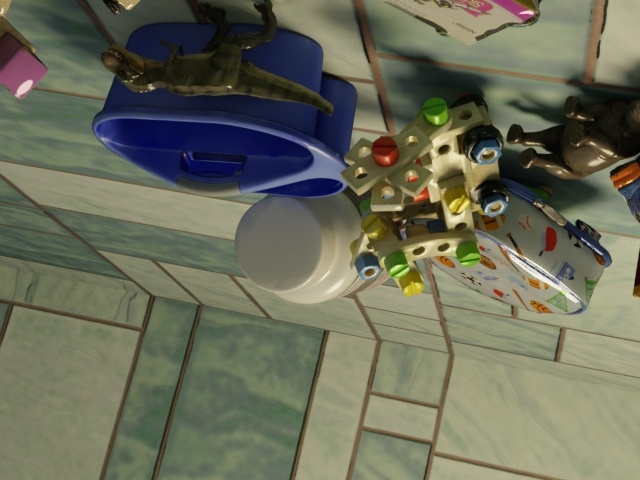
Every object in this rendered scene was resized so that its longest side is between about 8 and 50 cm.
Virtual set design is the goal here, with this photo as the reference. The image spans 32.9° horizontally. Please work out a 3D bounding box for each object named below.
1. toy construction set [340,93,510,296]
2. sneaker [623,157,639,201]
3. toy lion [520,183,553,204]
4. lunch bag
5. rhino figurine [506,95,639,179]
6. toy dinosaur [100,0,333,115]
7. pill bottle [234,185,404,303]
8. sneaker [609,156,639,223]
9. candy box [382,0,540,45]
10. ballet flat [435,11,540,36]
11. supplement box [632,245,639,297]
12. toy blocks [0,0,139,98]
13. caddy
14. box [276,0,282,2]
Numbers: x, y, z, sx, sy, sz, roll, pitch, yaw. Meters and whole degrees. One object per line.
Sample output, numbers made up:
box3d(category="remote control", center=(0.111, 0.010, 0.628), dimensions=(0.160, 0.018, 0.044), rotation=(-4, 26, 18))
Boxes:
box3d(category="toy construction set", center=(0.119, -0.061, 1.315), dimensions=(0.215, 0.151, 0.328), rotation=(-18, 155, 1))
box3d(category="sneaker", center=(0.416, -0.057, 1.401), dimensions=(0.053, 0.061, 0.152), rotation=(9, 166, 12))
box3d(category="toy lion", center=(0.284, -0.060, 1.575), dimensions=(0.096, 0.034, 0.100), rotation=(19, 166, 12))
box3d(category="lunch bag", center=(0.258, 0.001, 1.559), dimensions=(0.243, 0.115, 0.303), rotation=(35, 167, -17))
box3d(category="rhino figurine", center=(0.322, -0.123, 1.217), dimensions=(0.106, 0.073, 0.243), rotation=(11, 165, -26))
box3d(category="toy dinosaur", center=(-0.103, -0.205, 1.202), dimensions=(0.268, 0.118, 0.064), rotation=(9, 165, 13))
box3d(category="pill bottle", center=(0.000, 0.000, 1.578), dimensions=(0.176, 0.176, 0.318), rotation=(8, -175, 20))
box3d(category="sneaker", center=(0.422, -0.067, 1.197), dimensions=(0.221, 0.087, 0.083), rotation=(-16, 177, -15))
box3d(category="candy box", center=(0.068, -0.256, 0.636), dimensions=(0.159, 0.233, 0.071), rotation=(20, 164, -25))
box3d(category="ballet flat", center=(0.159, -0.227, 1.064), dimensions=(0.114, 0.041, 0.041), rotation=(1, 161, 38))
box3d(category="supplement box", center=(0.442, -0.017, 1.272), dimensions=(0.104, 0.188, 0.081), rotation=(15, 164, -6))
box3d(category="toy blocks", center=(-0.390, -0.290, 1.060), dimensions=(0.260, 0.309, 0.288), rotation=(44, 175, 41))
box3d(category="caddy", center=(-0.116, -0.138, 1.349), dimensions=(0.341, 0.179, 0.241), rotation=(6, 163, 27))
box3d(category="box", center=(-0.033, -0.276, 0.940), dimensions=(0.102, 0.087, 0.101), rotation=(26, 161, -36))
